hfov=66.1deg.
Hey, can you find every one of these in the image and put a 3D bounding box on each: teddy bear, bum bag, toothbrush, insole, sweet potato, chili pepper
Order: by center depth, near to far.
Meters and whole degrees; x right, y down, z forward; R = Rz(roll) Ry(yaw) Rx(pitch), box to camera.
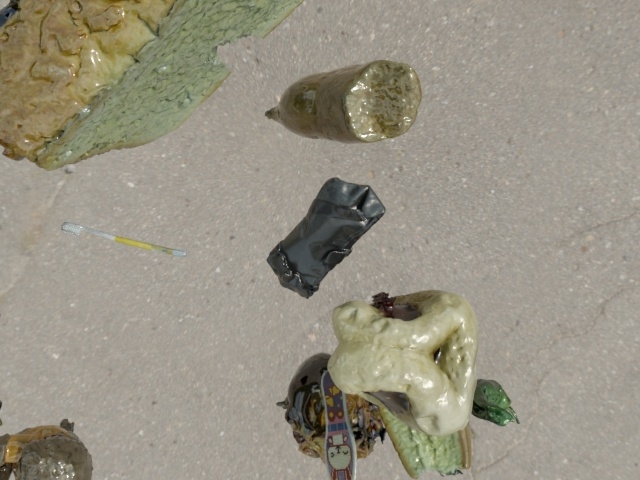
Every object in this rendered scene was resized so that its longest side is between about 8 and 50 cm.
[{"bbox_3d":[0.000,0.000,0.653,0.087,0.049,0.197,40,116,-1],"label":"bum bag"},{"bbox_3d":[-0.405,0.341,0.733,0.177,0.190,0.140,52,53,-21],"label":"teddy bear"},{"bbox_3d":[0.028,0.301,0.785,0.065,0.004,0.197,-23,61,37],"label":"insole"},{"bbox_3d":[0.345,0.323,0.993,0.122,0.279,0.065,42,99,31],"label":"chili pepper"},{"bbox_3d":[0.030,-0.279,1.014,0.158,0.370,0.157,-12,108,-41],"label":"sweet potato"},{"bbox_3d":[-0.453,0.003,1.139,0.288,0.021,0.024,14,61,-5],"label":"toothbrush"}]

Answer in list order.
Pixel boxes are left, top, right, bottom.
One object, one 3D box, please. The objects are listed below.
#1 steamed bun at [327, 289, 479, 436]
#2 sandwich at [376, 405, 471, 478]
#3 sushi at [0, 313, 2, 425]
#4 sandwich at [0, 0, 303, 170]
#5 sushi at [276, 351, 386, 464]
[{"bbox_3d":[0.083,0.131,0.579,0.155,0.141,0.172,14,77,-21],"label":"steamed bun"},{"bbox_3d":[0.147,0.215,0.729,0.122,0.235,0.128,-25,113,12],"label":"sandwich"},{"bbox_3d":[-0.368,0.158,0.269,0.294,0.281,0.299,9,82,-24],"label":"sushi"},{"bbox_3d":[-0.127,-0.190,0.417,0.273,0.249,0.095,-39,97,19],"label":"sandwich"},{"bbox_3d":[0.026,0.334,0.956,0.200,0.204,0.213,7,131,28],"label":"sushi"}]
